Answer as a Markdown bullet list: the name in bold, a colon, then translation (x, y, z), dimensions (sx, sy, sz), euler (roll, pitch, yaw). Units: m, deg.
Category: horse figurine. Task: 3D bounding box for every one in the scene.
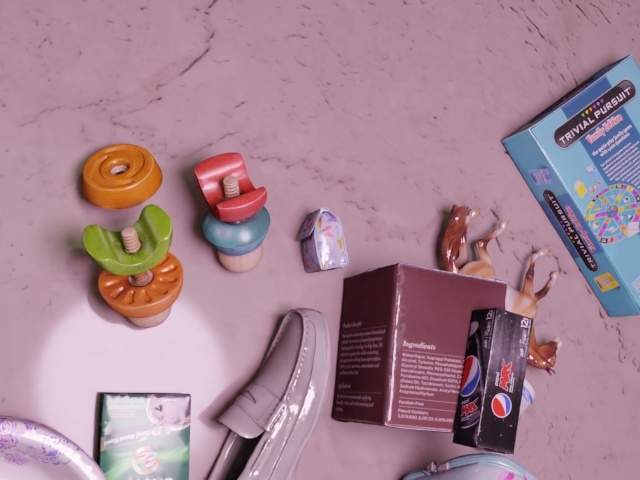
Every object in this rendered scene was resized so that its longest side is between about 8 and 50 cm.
- **horse figurine**: translation (0.264, 0.061, 1.245), dimensions (0.263, 0.066, 0.174), euler (36, 64, -15)

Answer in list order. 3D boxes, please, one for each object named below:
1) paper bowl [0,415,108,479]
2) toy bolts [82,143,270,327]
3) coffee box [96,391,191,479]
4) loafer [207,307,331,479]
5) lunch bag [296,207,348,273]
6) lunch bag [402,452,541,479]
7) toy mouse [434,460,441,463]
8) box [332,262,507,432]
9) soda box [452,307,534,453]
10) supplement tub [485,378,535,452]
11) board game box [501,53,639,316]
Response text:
- **paper bowl**: translation (-0.362, 0.332, 0.905), dimensions (0.284, 0.148, 0.284), euler (4, 80, -22)
- **toy bolts**: translation (-0.180, -0.013, 1.069), dimensions (0.228, 0.158, 0.218), euler (-18, 48, -14)
- **coffee box**: translation (-0.216, 0.279, 1.029), dimensions (0.113, 0.040, 0.184), euler (5, 80, -21)
- **loafer**: translation (-0.073, 0.231, 1.057), dimensions (0.111, 0.112, 0.319), euler (24, 74, -26)
- **lunch bag**: translation (0.000, 0.000, 1.144), dimensions (0.053, 0.071, 0.083), euler (-7, 87, -19)
- **lunch bag**: translation (0.232, 0.391, 1.099), dimensions (0.279, 0.224, 0.108), euler (39, 53, -12)
- **toy mouse**: translation (0.258, 0.351, 1.167), dimensions (0.143, 0.161, 0.031), euler (35, 62, -30)
- **box**: translation (0.130, 0.149, 1.119), dimensions (0.167, 0.168, 0.203), euler (10, 78, -20)
- **soda box**: translation (0.210, 0.170, 1.028), dimensions (0.060, 0.053, 0.169), euler (17, 75, -21)
- **supplement tub**: translation (0.251, 0.242, 1.207), dimensions (0.071, 0.071, 0.107), euler (47, 68, -9)
- **board game box**: translation (0.480, -0.088, 1.346), dimensions (0.254, 0.079, 0.336), euler (-35, 95, -23)
